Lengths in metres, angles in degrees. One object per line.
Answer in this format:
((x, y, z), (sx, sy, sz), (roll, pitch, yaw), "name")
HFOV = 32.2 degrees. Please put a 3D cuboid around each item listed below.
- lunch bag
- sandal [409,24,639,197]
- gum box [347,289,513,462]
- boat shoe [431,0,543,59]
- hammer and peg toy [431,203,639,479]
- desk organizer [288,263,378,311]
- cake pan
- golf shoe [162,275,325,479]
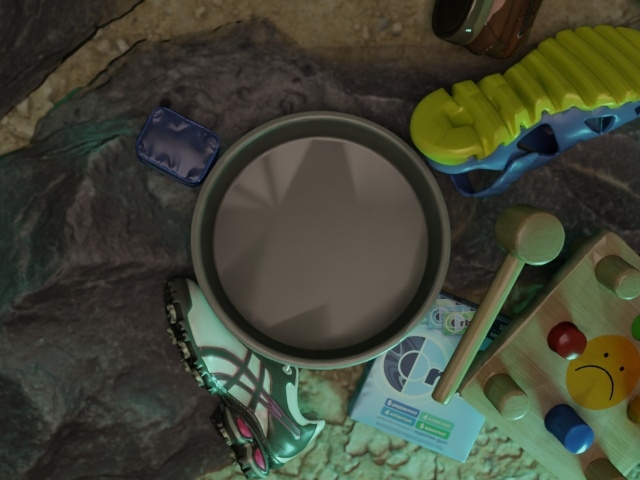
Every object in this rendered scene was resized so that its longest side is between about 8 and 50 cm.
((-0.160, -0.104, 1.272), (0.098, 0.065, 0.067), (29, 84, -6), "lunch bag")
((0.253, -0.142, 1.262), (0.317, 0.126, 0.138), (-19, 144, -4), "sandal")
((0.140, 0.157, 1.348), (0.157, 0.041, 0.184), (23, 99, -7), "gum box")
((0.227, -0.351, 1.221), (0.104, 0.110, 0.307), (14, 111, -29), "boat shoe")
((0.279, 0.123, 1.268), (0.361, 0.127, 0.266), (39, 95, -21), "hammer and peg toy")
((0.005, 0.069, 1.320), (0.130, 0.050, 0.047), (-39, 100, 6), "desk organizer")
((0.000, 0.000, 1.267), (0.293, 0.054, 0.293), (0, 84, -2), "cake pan")
((-0.099, 0.148, 1.321), (0.120, 0.105, 0.272), (-29, 108, -12), "golf shoe")
